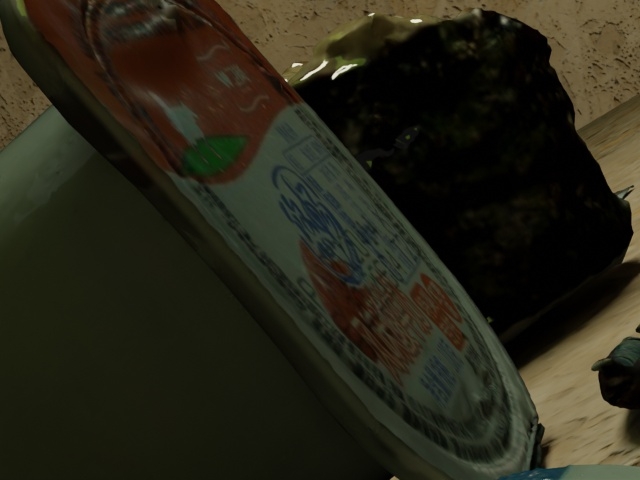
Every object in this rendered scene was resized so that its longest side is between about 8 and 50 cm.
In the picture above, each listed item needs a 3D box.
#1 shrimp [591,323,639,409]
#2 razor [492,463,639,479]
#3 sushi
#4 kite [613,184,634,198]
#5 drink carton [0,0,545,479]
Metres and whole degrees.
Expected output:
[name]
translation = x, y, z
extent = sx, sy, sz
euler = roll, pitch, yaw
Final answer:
[shrimp]
translation = 0.110, 0.024, 0.466
extent = 0.091, 0.034, 0.161
euler = -44, -11, 24
[razor]
translation = 0.004, 0.083, 0.350
extent = 0.191, 0.037, 0.068
euler = -31, 2, 31
[sushi]
translation = 0.000, 0.000, 0.855
extent = 0.211, 0.171, 0.350
euler = -30, 1, -22
[kite]
translation = 0.080, 0.037, 1.180
extent = 0.169, 0.015, 0.310
euler = -32, 4, -43
[drink carton]
translation = -0.063, 0.050, 0.492
extent = 0.189, 0.191, 0.185
euler = -41, 2, 9
